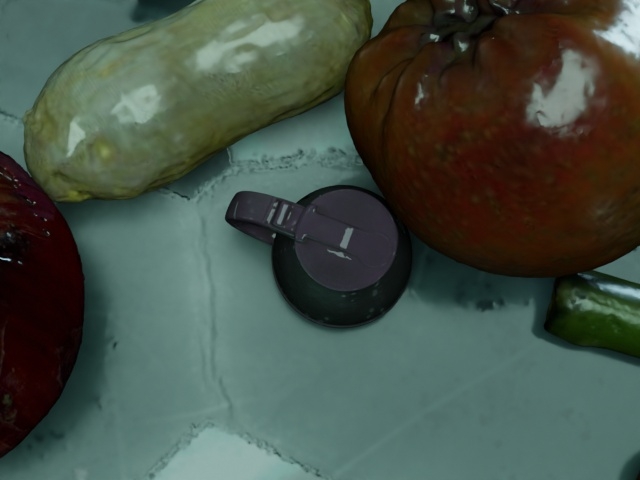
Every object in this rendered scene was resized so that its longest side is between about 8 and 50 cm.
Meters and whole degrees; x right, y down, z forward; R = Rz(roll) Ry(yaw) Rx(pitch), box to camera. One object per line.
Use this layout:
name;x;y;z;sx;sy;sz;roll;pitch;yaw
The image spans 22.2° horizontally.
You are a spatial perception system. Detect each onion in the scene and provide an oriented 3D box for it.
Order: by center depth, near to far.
onion;-0.308;0.051;1.235;0.276;0.276;0.276;0;82;-2

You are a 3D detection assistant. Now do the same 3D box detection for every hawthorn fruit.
hawthorn fruit;0.177;-0.088;1.268;0.298;0.277;0.277;40;81;-32

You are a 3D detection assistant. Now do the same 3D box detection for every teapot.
teapot;0.009;-0.005;1.295;0.116;0.146;0.148;-39;85;-6

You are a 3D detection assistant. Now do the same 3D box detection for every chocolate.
chocolate;-0.100;-0.131;1.322;0.309;0.134;0.134;-30;84;-9

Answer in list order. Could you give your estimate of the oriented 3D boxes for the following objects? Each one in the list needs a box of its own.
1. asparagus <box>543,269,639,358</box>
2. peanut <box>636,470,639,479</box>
asparagus;0.318;0.085;1.339;0.278;0.060;0.067;19;63;1
peanut;0.322;0.192;1.317;0.152;0.076;0.076;-19;83;-2
